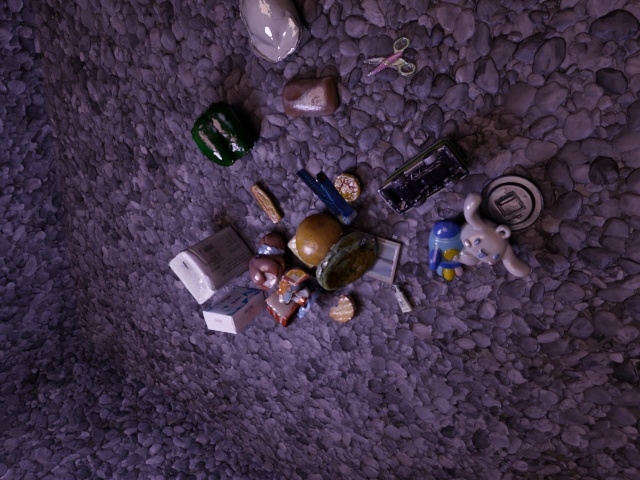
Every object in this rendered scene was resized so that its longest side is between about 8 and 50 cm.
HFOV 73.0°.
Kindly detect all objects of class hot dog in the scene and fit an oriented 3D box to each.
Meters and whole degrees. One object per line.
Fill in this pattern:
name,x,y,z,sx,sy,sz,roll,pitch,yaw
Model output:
hot dog,-0.256,-0.180,2.082,0.066,0.047,0.215,-37,90,24

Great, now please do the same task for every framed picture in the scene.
framed picture,0.207,0.061,1.935,0.289,0.016,0.213,20,121,22

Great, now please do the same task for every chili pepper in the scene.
chili pepper,-0.429,-0.469,1.936,0.233,0.248,0.256,-35,102,26

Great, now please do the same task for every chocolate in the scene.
chocolate,-0.056,-0.574,1.747,0.262,0.083,0.161,3,112,31

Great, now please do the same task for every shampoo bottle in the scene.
shampoo bottle,0.362,0.254,1.924,0.049,0.034,0.141,-18,102,43

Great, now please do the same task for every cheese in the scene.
cheese,-0.064,0.043,2.043,0.167,0.094,0.123,47,130,3

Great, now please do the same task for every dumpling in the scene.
dumpling,-0.219,-0.866,1.654,0.341,0.181,0.260,43,141,-21

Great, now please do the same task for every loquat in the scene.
loquat,0.000,0.000,1.887,0.235,0.235,0.234,13,119,26

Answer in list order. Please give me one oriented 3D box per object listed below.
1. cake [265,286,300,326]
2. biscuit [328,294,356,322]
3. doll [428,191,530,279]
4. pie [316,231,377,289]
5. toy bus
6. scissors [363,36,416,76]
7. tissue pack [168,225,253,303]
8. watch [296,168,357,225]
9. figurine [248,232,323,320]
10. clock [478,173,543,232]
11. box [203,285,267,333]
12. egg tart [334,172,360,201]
cake,-0.191,0.343,2.295,0.158,0.159,0.262,39,161,9
biscuit,0.117,0.333,2.095,0.118,0.061,0.183,39,129,7
doll,0.527,0.023,1.595,0.366,0.187,0.376,-22,100,46
pie,0.112,0.095,1.838,0.067,0.303,0.302,51,134,37
toy bus,0.376,-0.242,1.583,0.143,0.179,0.305,44,129,-14
scissors,0.247,-0.646,1.566,0.187,0.020,0.133,-4,115,31
tissue pack,-0.540,0.115,2.202,0.194,0.356,0.266,-37,90,38
watch,0.025,-0.187,1.848,0.274,0.068,0.276,47,174,-22
figurine,-0.181,0.175,2.112,0.388,0.248,0.276,35,124,1
clock,0.676,-0.132,1.541,0.215,0.042,0.214,13,118,26
box,-0.455,0.367,2.325,0.203,0.274,0.116,2,115,32
egg tart,0.114,-0.227,1.830,0.131,0.052,0.130,14,121,25
